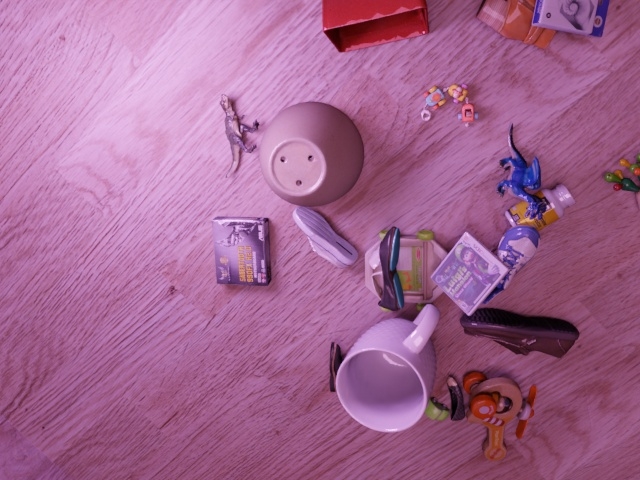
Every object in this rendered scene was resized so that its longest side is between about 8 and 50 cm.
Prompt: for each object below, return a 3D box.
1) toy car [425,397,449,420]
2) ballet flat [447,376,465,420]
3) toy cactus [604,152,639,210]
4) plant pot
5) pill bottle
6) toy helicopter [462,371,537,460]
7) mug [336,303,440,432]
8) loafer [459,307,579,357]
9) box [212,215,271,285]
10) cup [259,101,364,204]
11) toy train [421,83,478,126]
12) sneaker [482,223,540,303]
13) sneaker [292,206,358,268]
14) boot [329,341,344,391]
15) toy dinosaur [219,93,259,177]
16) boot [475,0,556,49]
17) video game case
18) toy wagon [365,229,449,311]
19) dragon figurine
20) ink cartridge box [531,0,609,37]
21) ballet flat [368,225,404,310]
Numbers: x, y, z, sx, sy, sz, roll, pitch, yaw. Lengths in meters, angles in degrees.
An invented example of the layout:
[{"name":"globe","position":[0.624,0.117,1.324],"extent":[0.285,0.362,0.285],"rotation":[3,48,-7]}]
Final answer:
[{"name":"toy car","position":[0.348,0.557,2.026],"extent":[0.225,0.053,0.239],"rotation":[33,110,-1]},{"name":"ballet flat","position":[0.458,0.544,1.998],"extent":[0.049,0.057,0.173],"rotation":[-19,107,-14]},{"name":"toy cactus","position":[0.942,-0.167,1.681],"extent":[0.219,0.112,0.180],"rotation":[-14,114,5]},{"name":"plant pot","position":[0.140,-0.678,1.578],"extent":[0.268,0.267,0.235],"rotation":[-9,94,12]},{"name":"pill bottle","position":[0.655,-0.091,1.743],"extent":[0.184,0.103,0.103],"rotation":[-34,99,18]},{"name":"toy helicopter","position":[0.612,0.607,1.979],"extent":[0.235,0.140,0.354],"rotation":[-5,117,2]},{"name":"mug","position":[0.252,0.354,1.816],"extent":[0.276,0.328,0.374],"rotation":[35,115,8]},{"name":"loafer","position":[0.624,0.310,1.858],"extent":[0.366,0.134,0.130],"rotation":[9,108,7]},{"name":"box","position":[-0.263,0.035,1.967],"extent":[0.183,0.056,0.230],"rotation":[2,107,9]},{"name":"cup","position":[-0.044,-0.238,1.748],"extent":[0.332,0.237,0.330],"rotation":[3,108,8]},{"name":"toy train","position":[0.383,-0.397,1.724],"extent":[0.167,0.046,0.125],"rotation":[3,107,9]},{"name":"sneaker","position":[0.557,0.083,1.747],"extent":[0.112,0.131,0.296],"rotation":[27,135,6]},{"name":"sneaker","position":[0.000,0.000,1.888],"extent":[0.258,0.094,0.091],"rotation":[44,135,-4]},{"name":"boot","position":[0.100,0.439,2.030],"extent":[0.137,0.076,0.197],"rotation":[0,120,5]},{"name":"toy dinosaur","position":[-0.256,-0.329,1.850],"extent":[0.118,0.064,0.267],"rotation":[6,109,23]},{"name":"boot","position":[0.579,-0.678,1.574],"extent":[0.220,0.109,0.283],"rotation":[24,101,-4]},{"name":"video game case","position":[0.444,0.100,1.756],"extent":[0.173,0.022,0.190],"rotation":[48,119,30]},{"name":"toy wagon","position":[0.317,0.098,1.881],"extent":[0.345,0.068,0.267],"rotation":[0,108,9]},{"name":"dragon figurine","position":[0.597,-0.193,1.699],"extent":[0.144,0.085,0.288],"rotation":[4,78,29]},{"name":"ink cartridge box","position":[0.683,-0.663,1.537],"extent":[0.224,0.045,0.223],"rotation":[3,102,-15]},{"name":"ballet flat","position":[0.201,0.092,1.816],"extent":[0.096,0.095,0.280],"rotation":[1,108,21]}]
